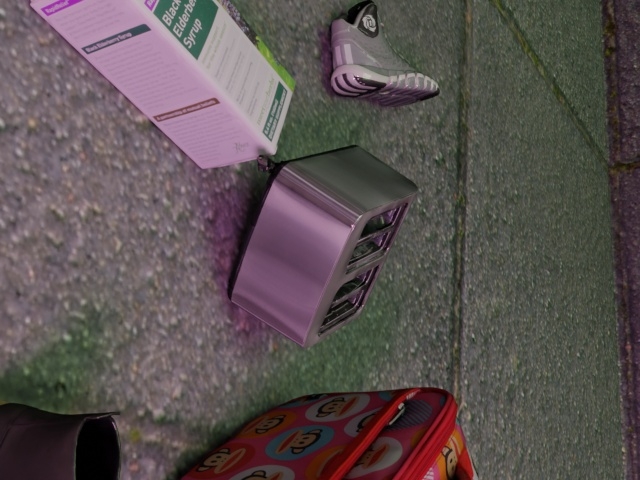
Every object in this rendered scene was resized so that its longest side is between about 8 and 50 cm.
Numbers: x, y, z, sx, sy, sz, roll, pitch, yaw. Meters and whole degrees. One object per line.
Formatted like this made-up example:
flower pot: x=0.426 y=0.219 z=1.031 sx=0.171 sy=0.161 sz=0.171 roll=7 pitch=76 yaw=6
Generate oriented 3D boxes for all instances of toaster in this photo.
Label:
toaster: x=0.000 y=0.000 z=0.815 sx=0.185 sy=0.110 sz=0.168 roll=-22 pitch=139 yaw=-57

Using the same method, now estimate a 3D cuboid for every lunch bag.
lunch bag: x=0.009 y=0.234 z=0.689 sx=0.293 sy=0.258 sz=0.120 roll=-33 pitch=110 yaw=-56

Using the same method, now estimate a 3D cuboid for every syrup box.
syrup box: x=-0.131 y=-0.175 z=0.727 sx=0.237 sy=0.096 sz=0.093 roll=47 pitch=46 yaw=-43

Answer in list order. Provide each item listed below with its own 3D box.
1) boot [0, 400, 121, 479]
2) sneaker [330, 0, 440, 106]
boot: x=-0.185 y=0.202 z=0.509 sx=0.077 sy=0.137 sz=0.198 roll=6 pitch=78 yaw=-56
sneaker: x=0.089 y=-0.260 z=1.102 sx=0.228 sy=0.086 sz=0.132 roll=-4 pitch=83 yaw=-56
